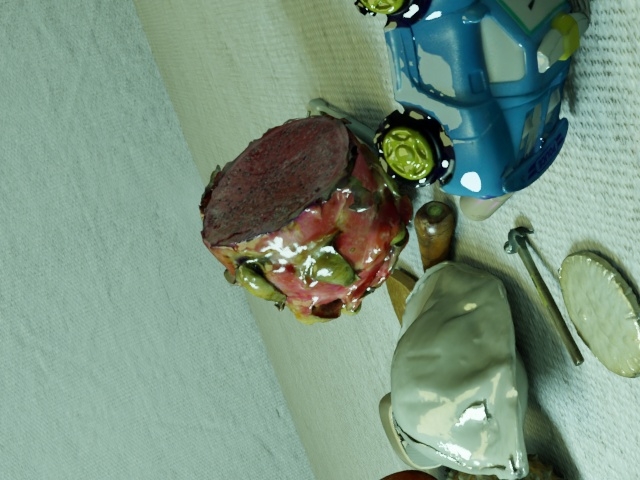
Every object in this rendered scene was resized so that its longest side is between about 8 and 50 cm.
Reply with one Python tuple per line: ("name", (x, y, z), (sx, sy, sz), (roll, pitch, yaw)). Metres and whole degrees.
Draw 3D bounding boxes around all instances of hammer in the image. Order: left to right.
("hammer", (0.258, 0.060, 1.178), (0.062, 0.017, 0.182), (95, 156, -58))

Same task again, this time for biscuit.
("biscuit", (0.166, 0.138, 1.667), (0.221, 0.029, 0.142), (57, 162, 34))
("biscuit", (0.298, 0.079, 1.089), (0.152, 0.020, 0.152), (60, 165, 29))

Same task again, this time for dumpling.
("dumpling", (0.183, 0.163, 1.360), (0.341, 0.181, 0.260), (-47, -40, -82))

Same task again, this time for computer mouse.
("computer mouse", (0.167, 0.345, 1.888), (0.236, 0.082, 0.145), (163, 85, -77))

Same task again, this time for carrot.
("carrot", (0.160, 0.001, 1.435), (0.055, 0.055, 0.161), (59, 171, 29))

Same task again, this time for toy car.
("toy car", (0.147, -0.191, 0.923), (0.166, 0.198, 0.314), (9, 124, 34))

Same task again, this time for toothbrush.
("toothbrush", (0.051, -0.175, 1.607), (0.342, 0.025, 0.030), (41, 152, 61))

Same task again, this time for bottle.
("bottle", (0.197, -0.055, 1.207), (0.045, 0.045, 0.096), (65, 165, 9))

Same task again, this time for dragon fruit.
("dragon fruit", (0.000, 0.000, 1.529), (0.263, 0.296, 0.314), (51, -175, -32))

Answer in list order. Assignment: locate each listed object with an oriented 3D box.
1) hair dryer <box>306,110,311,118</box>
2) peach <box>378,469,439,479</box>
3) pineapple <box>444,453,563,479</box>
("hair dryer", (-0.003, -0.125, 1.840), (0.124, 0.071, 0.219), (-146, 44, -63))
("peach", (0.168, 0.541, 1.921), (0.257, 0.232, 0.232), (-108, -2, -77))
("pineapple", (0.250, 0.364, 1.496), (0.361, 0.175, 0.175), (144, 103, -89))
